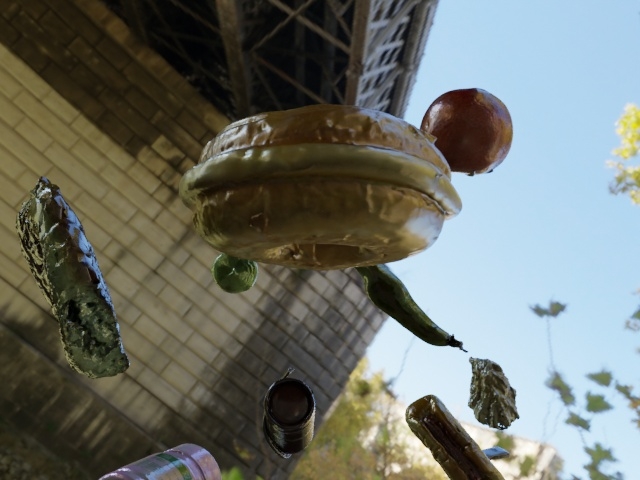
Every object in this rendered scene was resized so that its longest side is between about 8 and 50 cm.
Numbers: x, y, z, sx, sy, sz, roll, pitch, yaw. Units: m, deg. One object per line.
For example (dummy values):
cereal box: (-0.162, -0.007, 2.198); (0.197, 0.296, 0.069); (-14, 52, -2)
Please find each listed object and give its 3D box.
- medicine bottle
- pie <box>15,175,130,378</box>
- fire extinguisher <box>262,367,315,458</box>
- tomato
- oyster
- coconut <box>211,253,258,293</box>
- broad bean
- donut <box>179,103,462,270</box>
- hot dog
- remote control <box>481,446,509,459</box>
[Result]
medicine bottle: (-0.430, 0.676, 1.874); (0.212, 0.212, 0.325); (31, 11, 23)
pie: (-0.393, 0.068, 1.119); (0.288, 0.103, 0.355); (47, -29, 41)
fire extinguisher: (-0.063, 0.358, 1.445); (0.105, 0.142, 0.341); (7, -25, 1)
tomato: (0.414, -0.312, 2.013); (0.265, 0.265, 0.265); (35, -16, 11)
oyster: (0.442, 0.387, 1.824); (0.132, 0.209, 0.072); (-5, -48, 20)
coconut: (-0.160, 0.058, 1.329); (0.088, 0.088, 0.096); (38, -1, -2)
broad bean: (0.187, 0.147, 1.544); (0.325, 0.067, 0.075); (40, -57, 18)
donut: (0.006, -0.069, 1.101); (0.448, 0.198, 0.449); (1, -11, 0)
hot dog: (0.245, 0.384, 1.293); (0.242, 0.084, 0.073); (52, -5, 31)
remote control: (0.519, 0.692, 2.290); (0.212, 0.028, 0.059); (4, 3, -30)
